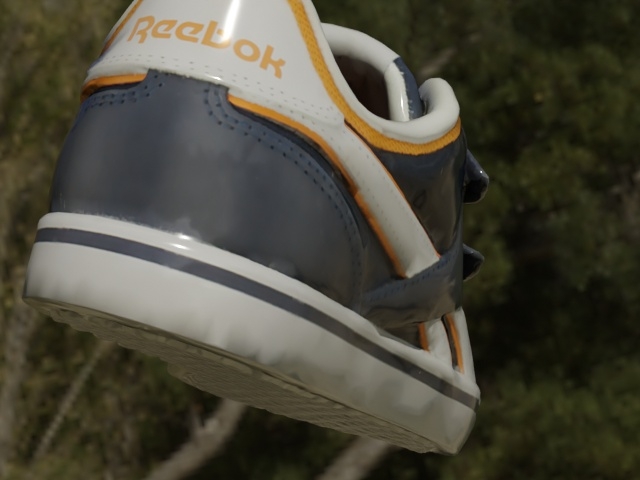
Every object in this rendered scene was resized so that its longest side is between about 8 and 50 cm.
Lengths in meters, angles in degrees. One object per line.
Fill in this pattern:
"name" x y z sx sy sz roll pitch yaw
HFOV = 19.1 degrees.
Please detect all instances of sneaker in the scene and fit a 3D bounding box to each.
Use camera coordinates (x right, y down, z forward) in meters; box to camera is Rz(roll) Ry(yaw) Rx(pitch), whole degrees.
"sneaker" 0.000 0.000 0.679 0.126 0.127 0.321 13 -10 13
